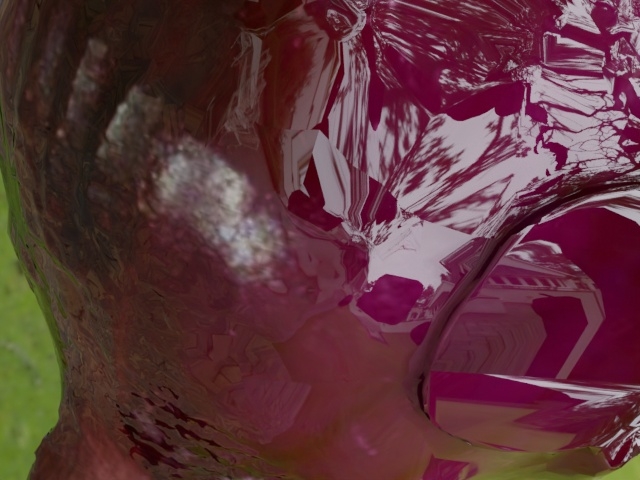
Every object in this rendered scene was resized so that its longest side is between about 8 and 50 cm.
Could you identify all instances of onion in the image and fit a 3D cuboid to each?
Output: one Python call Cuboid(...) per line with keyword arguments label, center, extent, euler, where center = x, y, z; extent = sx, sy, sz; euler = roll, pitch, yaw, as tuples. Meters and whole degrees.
Cuboid(label="onion", center=(0.009, 0.006, 0.392), extent=(0.173, 0.198, 0.135), euler=(21, 10, -42))
